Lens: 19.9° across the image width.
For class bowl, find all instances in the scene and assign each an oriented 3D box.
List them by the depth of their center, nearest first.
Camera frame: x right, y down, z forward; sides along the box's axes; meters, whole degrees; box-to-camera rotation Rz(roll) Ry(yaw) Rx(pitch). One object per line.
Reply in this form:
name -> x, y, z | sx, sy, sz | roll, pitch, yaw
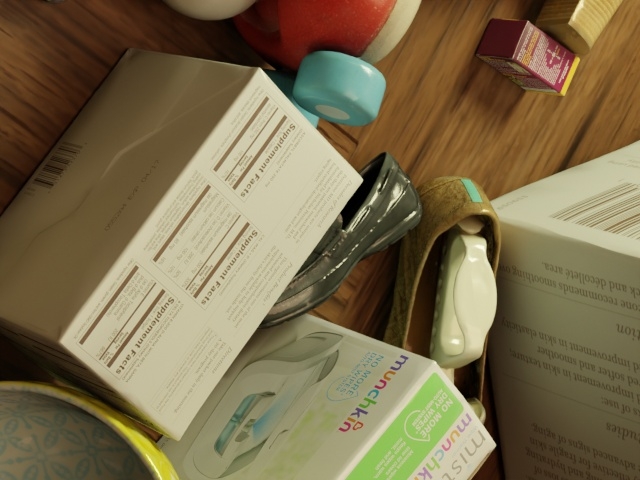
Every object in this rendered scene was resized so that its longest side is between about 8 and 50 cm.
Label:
bowl -> -0.216, 0.247, 1.469 | 0.156, 0.289, 0.290 | -10, 110, -73

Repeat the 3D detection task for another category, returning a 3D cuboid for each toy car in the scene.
toy car -> -0.055, -0.229, 1.495 | 0.238, 0.210, 0.219 | 22, 76, -25

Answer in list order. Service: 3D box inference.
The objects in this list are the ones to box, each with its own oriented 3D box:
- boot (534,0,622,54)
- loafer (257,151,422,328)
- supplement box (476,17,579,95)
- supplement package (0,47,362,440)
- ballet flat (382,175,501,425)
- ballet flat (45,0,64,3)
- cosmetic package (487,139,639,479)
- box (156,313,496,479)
boot -> 0.215, -0.339, 1.735 | 0.295, 0.104, 0.211 | 39, 69, -36
loafer -> 0.000, 0.000, 1.658 | 0.223, 0.076, 0.078 | -39, 115, -29
supplement box -> 0.202, -0.179, 1.776 | 0.083, 0.055, 0.043 | 29, 81, -38
supplement package -> -0.135, -0.004, 1.469 | 0.145, 0.204, 0.262 | 45, 73, -33
ballet flat -> 0.120, 0.111, 1.731 | 0.116, 0.124, 0.342 | 6, 98, -19
ballet flat -> -0.197, -0.242, 1.480 | 0.041, 0.041, 0.114 | 33, 81, -37
cosmetic package -> 0.390, 0.128, 1.813 | 0.327, 0.329, 0.394 | -22, 113, -31
box -> -0.021, 0.212, 1.588 | 0.262, 0.231, 0.127 | -48, 124, -17
